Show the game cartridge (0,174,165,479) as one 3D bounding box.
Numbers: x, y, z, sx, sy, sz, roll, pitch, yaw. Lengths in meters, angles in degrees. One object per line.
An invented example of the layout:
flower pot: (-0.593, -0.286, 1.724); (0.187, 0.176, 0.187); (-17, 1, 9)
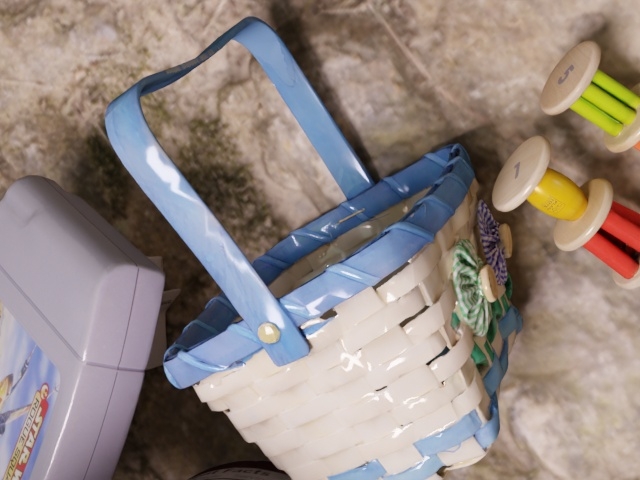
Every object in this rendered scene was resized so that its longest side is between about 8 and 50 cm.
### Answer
game cartridge: (-0.207, 0.122, 0.785); (0.198, 0.062, 0.297); (36, 106, 52)

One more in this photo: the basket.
basket: (0.000, 0.000, 0.729); (0.201, 0.255, 0.289); (-34, 100, 25)

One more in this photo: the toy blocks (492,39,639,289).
toy blocks: (0.197, -0.037, 0.725); (0.148, 0.054, 0.123); (30, 83, -15)

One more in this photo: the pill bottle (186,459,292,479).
pill bottle: (-0.067, 0.264, 0.704); (0.224, 0.392, 0.224); (3, 96, 25)

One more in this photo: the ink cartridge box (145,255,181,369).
ink cartridge box: (-0.190, 0.059, 0.903); (0.143, 0.092, 0.089); (0, 95, 26)
